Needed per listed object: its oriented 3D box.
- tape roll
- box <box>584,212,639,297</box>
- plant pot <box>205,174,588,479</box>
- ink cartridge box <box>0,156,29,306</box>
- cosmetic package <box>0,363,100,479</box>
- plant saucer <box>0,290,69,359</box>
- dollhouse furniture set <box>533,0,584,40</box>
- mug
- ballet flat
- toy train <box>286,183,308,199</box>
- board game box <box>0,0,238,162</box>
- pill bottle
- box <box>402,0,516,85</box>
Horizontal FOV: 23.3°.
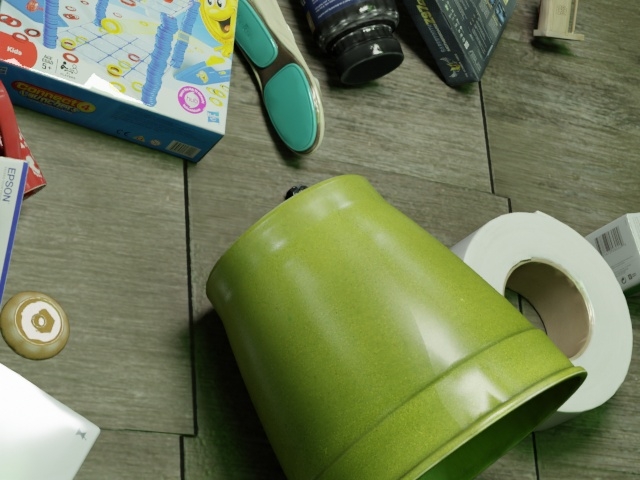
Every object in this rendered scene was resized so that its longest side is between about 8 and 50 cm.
[{"bbox_3d":[0.277,0.108,2.081,0.286,0.100,0.286,13,61,-26],"label":"tape roll"},{"bbox_3d":[0.452,0.021,2.230,0.087,0.101,0.102,-6,72,-34],"label":"box"},{"bbox_3d":[0.055,0.126,1.806,0.366,0.366,0.353,-25,71,-38],"label":"plant pot"},{"bbox_3d":[-0.494,-0.029,1.576,0.371,0.069,0.175,9,100,-27],"label":"ink cartridge box"},{"bbox_3d":[-0.357,0.270,1.527,0.138,0.225,0.224,36,53,-12],"label":"cosmetic package"},{"bbox_3d":[-0.322,0.094,1.767,0.083,0.015,0.083,13,61,-26],"label":"plant saucer"},{"bbox_3d":[0.320,-0.402,2.364,0.129,0.129,0.183,2,96,-30],"label":"dollhouse furniture set"},{"bbox_3d":[-0.389,-0.115,1.747,0.113,0.150,0.169,-29,92,-9],"label":"mug"},{"bbox_3d":[-0.045,-0.226,2.061,0.086,0.086,0.248,-17,76,-36],"label":"ballet flat"},{"bbox_3d":[0.000,0.000,2.006,0.036,0.027,0.158,-24,81,-34],"label":"toy train"},{"bbox_3d":[-0.259,-0.286,1.946,0.308,0.086,0.302,17,60,-24],"label":"board game box"},{"bbox_3d":[0.035,-0.331,2.127,0.123,0.123,0.219,-9,72,-35],"label":"pill bottle"},{"bbox_3d":[0.188,-0.367,2.219,0.232,0.059,0.183,57,46,-35],"label":"box"}]
